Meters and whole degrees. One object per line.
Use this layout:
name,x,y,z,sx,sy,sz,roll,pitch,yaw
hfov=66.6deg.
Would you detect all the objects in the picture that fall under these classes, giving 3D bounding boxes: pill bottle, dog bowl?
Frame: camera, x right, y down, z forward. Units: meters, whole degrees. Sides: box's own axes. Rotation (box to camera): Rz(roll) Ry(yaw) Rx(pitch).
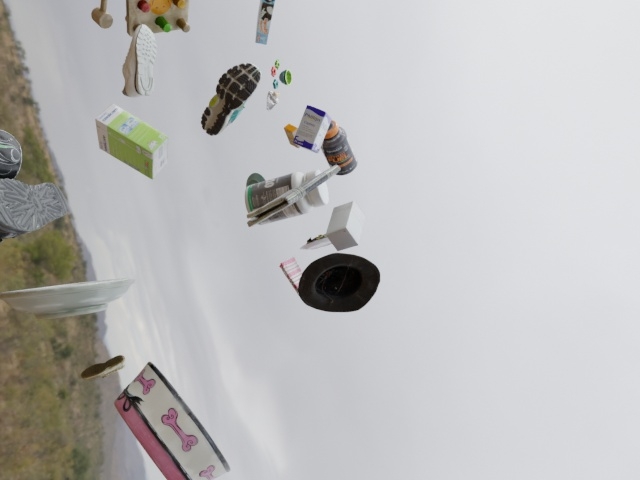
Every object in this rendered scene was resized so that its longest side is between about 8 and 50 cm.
pill bottle,-0.157,-0.207,2.309,0.204,0.362,0.204,-13,90,-74
dog bowl,-0.450,0.566,1.446,0.408,0.150,0.407,38,-31,28
pill bottle,0.068,-0.407,2.124,0.130,0.130,0.245,48,-7,41

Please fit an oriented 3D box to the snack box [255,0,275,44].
snack box,-0.240,-1.073,2.191,0.322,0.060,0.187,119,-25,-59

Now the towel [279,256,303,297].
towel,-0.091,0.164,2.054,0.029,0.144,0.197,-35,-92,18

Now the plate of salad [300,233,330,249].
plate of salad,0.000,0.000,2.200,0.200,0.200,0.048,-32,-108,63

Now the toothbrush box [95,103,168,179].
toothbrush box,-0.824,-0.430,2.143,0.283,0.122,0.206,29,-33,-1

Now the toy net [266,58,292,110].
toy net,-0.184,-0.658,2.082,0.122,0.045,0.232,64,36,-58

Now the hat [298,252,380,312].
hat,0.067,0.146,1.970,0.134,0.332,0.331,-107,-165,-56

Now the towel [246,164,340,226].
towel,-0.114,-0.175,1.863,0.324,0.312,0.056,-24,-78,51

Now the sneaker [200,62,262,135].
sneaker,-0.276,-0.446,1.526,0.107,0.110,0.275,48,-59,-2

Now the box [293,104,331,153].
box,-0.026,-0.379,1.675,0.126,0.072,0.137,-24,136,-79

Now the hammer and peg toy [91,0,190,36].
hammer and peg toy,-0.646,-0.886,1.804,0.127,0.361,0.265,48,-38,19

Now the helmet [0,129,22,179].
helmet,-0.921,-0.234,1.315,0.169,0.170,0.162,63,16,19

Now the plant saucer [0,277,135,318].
plant saucer,-0.817,0.192,1.601,0.400,0.401,0.100,-8,-91,64

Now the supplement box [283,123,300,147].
supplement box,-0.120,-0.468,2.184,0.062,0.036,0.098,34,-21,37

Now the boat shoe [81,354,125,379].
boat shoe,-0.692,0.417,1.562,0.050,0.136,0.045,42,-39,43

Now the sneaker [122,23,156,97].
sneaker,-0.594,-0.580,1.572,0.095,0.090,0.234,3,-95,27

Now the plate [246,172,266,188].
plate,-0.332,-0.256,2.520,0.188,0.024,0.188,15,-67,40

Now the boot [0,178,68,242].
boot,-0.982,-0.022,1.327,0.367,0.446,0.146,-107,177,-86

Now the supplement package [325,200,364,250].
supplement package,0.106,-0.061,2.041,0.105,0.179,0.105,-17,-55,29
